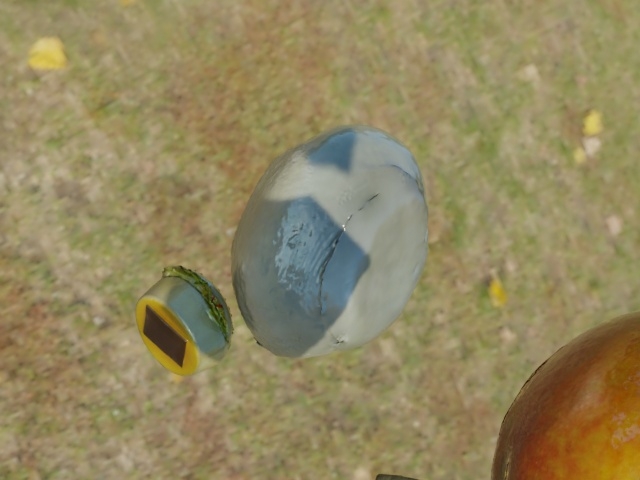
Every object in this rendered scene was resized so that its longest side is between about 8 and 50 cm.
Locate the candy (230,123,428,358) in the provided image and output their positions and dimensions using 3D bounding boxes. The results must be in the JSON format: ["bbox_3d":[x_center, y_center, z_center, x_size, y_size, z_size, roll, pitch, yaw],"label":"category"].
[{"bbox_3d":[0.000,0.000,1.707,0.295,0.185,0.295,-27,129,-38],"label":"candy"}]

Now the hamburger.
[{"bbox_3d":[-0.159,0.093,1.732,0.081,0.127,0.141,-35,139,-35],"label":"hamburger"}]

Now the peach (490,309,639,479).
[{"bbox_3d":[0.092,0.074,0.418,0.101,0.101,0.100,33,45,-41],"label":"peach"}]

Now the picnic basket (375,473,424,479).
[{"bbox_3d":[0.093,0.269,0.898,0.154,0.134,0.196,44,58,-42],"label":"picnic basket"}]
